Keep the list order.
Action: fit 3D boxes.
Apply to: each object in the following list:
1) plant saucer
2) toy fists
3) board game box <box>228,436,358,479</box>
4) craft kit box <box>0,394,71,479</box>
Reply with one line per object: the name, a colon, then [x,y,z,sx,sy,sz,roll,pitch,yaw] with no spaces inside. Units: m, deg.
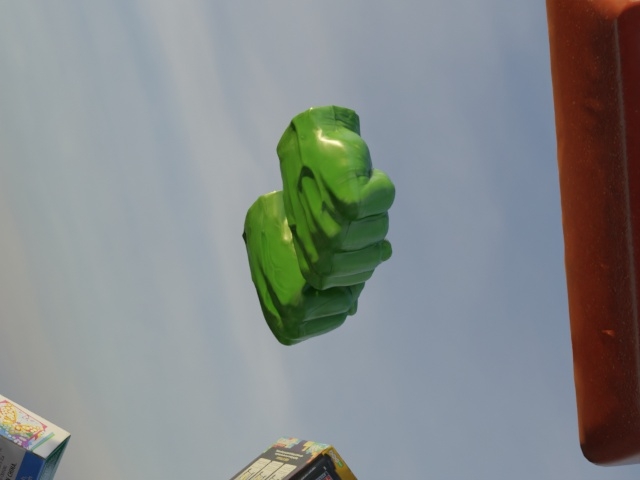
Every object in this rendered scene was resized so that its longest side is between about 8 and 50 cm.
plant saucer: [0.241,-0.020,0.765,0.048,0.259,0.259,-84,168,-76]
toy fists: [0.000,0.000,1.596,0.279,0.096,0.142,120,-36,-56]
board game box: [-0.053,0.249,1.597,0.048,0.141,0.170,53,-15,-7]
craft kit box: [-0.356,0.207,1.388,0.250,0.246,0.061,-65,174,25]
